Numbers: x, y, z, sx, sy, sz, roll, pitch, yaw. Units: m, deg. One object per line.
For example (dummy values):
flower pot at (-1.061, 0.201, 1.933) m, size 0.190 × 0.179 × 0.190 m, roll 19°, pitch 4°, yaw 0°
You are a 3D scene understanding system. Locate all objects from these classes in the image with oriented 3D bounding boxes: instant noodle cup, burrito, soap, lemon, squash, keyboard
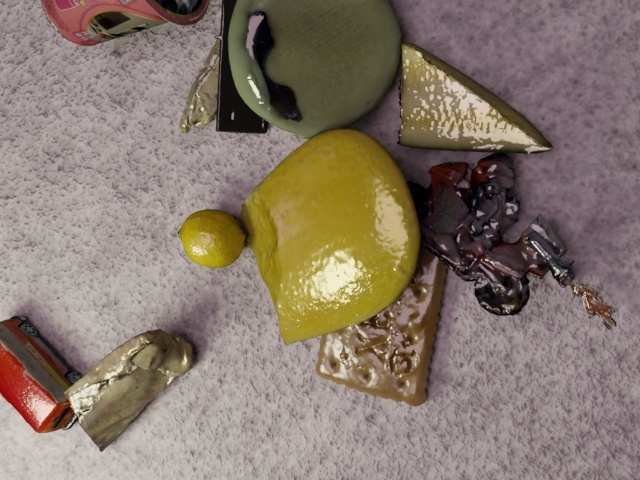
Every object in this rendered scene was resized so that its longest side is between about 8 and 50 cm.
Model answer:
instant noodle cup at (-0.367, -0.467, 1.598) m, size 0.255 × 0.244 × 0.244 m, roll -13°, pitch 89°, yaw 32°
burrito at (-0.393, 0.287, 1.701) m, size 0.347 × 0.175 × 0.107 m, roll -44°, pitch 47°, yaw 23°
soap at (-0.003, 0.000, 1.449) m, size 0.427 × 0.115 × 0.306 m, roll -33°, pitch 69°, yaw 47°
burrito at (-0.196, -0.296, 1.617) m, size 0.230 × 0.063 × 0.058 m, roll -63°, pitch 30°, yaw 9°
lemon at (-0.200, -0.004, 1.615) m, size 0.133 × 0.109 × 0.109 m, roll 5°, pitch 97°, yaw 16°
squash at (0.254, -0.227, 1.389) m, size 0.252 × 0.093 × 0.170 m, roll 6°, pitch 103°, yaw 27°
keyboard at (-0.138, -0.351, 1.570) m, size 0.106 × 0.027 × 0.317 m, roll 2°, pitch 98°, yaw -18°

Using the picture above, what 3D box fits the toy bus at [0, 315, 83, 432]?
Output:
toy bus at (-0.605, 0.276, 1.822) m, size 0.265 × 0.120 × 0.121 m, roll 43°, pitch 109°, yaw 14°

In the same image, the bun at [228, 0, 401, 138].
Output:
bun at (-0.020, -0.324, 1.454) m, size 0.187 × 0.293 × 0.293 m, roll 44°, pitch 119°, yaw 63°

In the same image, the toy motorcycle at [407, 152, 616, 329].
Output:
toy motorcycle at (0.292, 0.005, 1.368) m, size 0.401 × 0.134 × 0.207 m, roll 43°, pitch 93°, yaw 18°

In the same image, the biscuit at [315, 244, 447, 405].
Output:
biscuit at (0.106, 0.111, 1.521) m, size 0.217 × 0.044 × 0.325 m, roll 14°, pitch 100°, yaw 22°
